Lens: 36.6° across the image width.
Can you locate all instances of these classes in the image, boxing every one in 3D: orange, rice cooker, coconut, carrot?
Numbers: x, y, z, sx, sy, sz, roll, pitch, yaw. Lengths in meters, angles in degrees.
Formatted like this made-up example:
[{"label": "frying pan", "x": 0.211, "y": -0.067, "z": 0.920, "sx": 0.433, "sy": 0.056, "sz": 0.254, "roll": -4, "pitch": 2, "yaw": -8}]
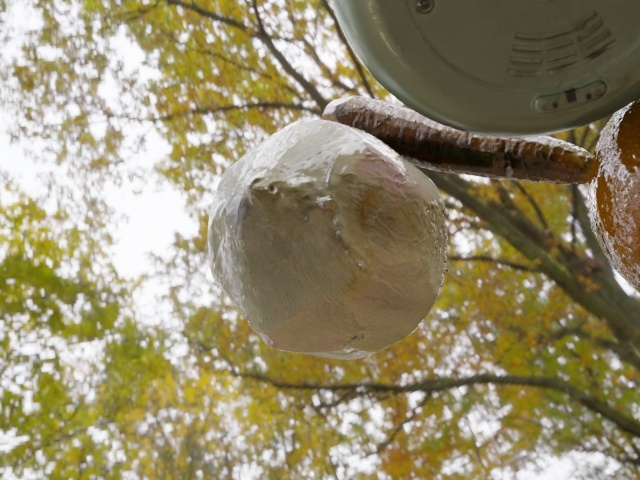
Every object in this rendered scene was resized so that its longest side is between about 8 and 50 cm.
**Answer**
[{"label": "orange", "x": 0.296, "y": -0.033, "z": 0.710, "sx": 0.206, "sy": 0.206, "sz": 0.206, "roll": -10, "pitch": -49, "yaw": -12}, {"label": "rice cooker", "x": 0.131, "y": -0.237, "z": 0.702, "sx": 0.288, "sy": 0.277, "sz": 0.288, "roll": 0, "pitch": -60, "yaw": -1}, {"label": "coconut", "x": 0.002, "y": 0.000, "z": 0.932, "sx": 0.227, "sy": 0.227, "sz": 0.230, "roll": -47, "pitch": -36, "yaw": 20}, {"label": "carrot", "x": 0.143, "y": -0.101, "z": 1.009, "sx": 0.066, "sy": 0.314, "sz": 0.066, "roll": -31, "pitch": -53, "yaw": -51}]
